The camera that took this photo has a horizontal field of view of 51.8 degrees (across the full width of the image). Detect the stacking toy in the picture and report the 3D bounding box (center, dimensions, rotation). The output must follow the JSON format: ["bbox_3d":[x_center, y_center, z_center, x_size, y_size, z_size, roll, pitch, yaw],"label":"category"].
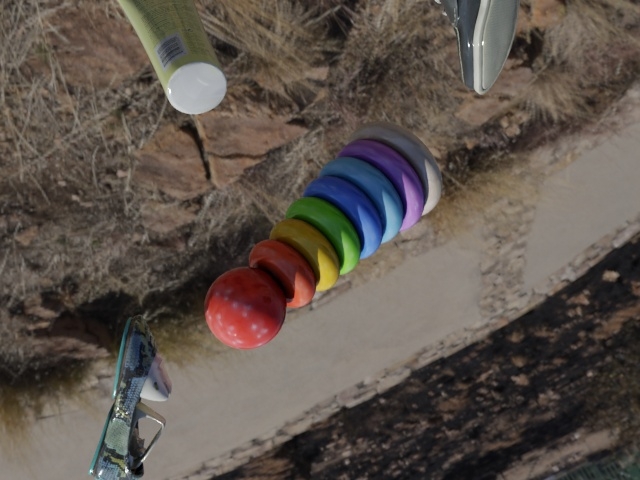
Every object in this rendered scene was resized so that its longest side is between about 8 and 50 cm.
[{"bbox_3d":[0.000,0.000,0.769,0.330,0.141,0.141,-44,153,-29],"label":"stacking toy"}]

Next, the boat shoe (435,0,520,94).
[{"bbox_3d":[0.159,-0.265,0.688,0.084,0.079,0.233,-43,138,-28],"label":"boat shoe"}]

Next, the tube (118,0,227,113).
[{"bbox_3d":[-0.161,-0.229,0.714,0.070,0.240,0.062,14,126,-42],"label":"tube"}]

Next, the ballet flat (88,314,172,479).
[{"bbox_3d":[-0.186,0.166,0.679,0.070,0.070,0.188,6,111,-35],"label":"ballet flat"}]
